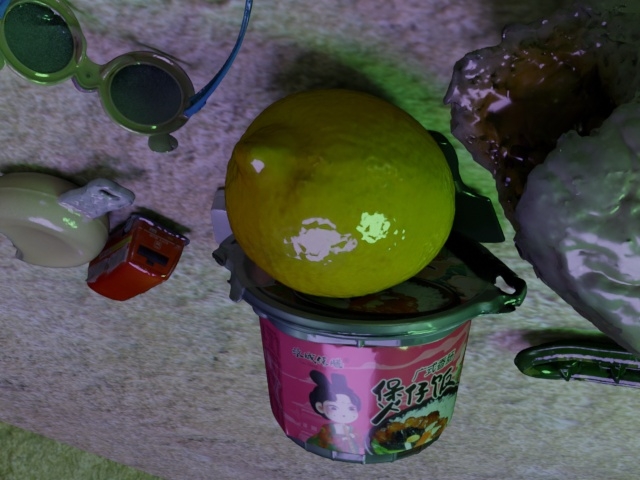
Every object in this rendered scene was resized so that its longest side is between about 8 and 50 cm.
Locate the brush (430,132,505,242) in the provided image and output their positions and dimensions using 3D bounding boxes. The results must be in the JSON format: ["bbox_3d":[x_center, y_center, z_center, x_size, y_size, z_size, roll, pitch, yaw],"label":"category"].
[{"bbox_3d":[0.136,-0.048,0.997,0.063,0.016,0.193,5,155,24],"label":"brush"}]

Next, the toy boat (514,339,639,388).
[{"bbox_3d":[0.349,0.156,1.277,0.210,0.052,0.104,4,156,20],"label":"toy boat"}]

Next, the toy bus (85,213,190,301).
[{"bbox_3d":[-0.240,0.027,1.289,0.079,0.077,0.174,27,152,-25],"label":"toy bus"}]

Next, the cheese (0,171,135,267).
[{"bbox_3d":[-0.295,-0.025,1.219,0.249,0.071,0.163,-1,151,29],"label":"cheese"}]

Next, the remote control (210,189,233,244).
[{"bbox_3d":[0.000,0.000,1.152,0.250,0.034,0.103,12,156,5],"label":"remote control"}]

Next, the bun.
[{"bbox_3d":[0.239,-0.051,0.680,0.281,0.281,0.205,30,117,-31],"label":"bun"}]

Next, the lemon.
[{"bbox_3d":[0.018,-0.040,0.881,0.187,0.187,0.244,-11,155,44],"label":"lemon"}]

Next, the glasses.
[{"bbox_3d":[-0.145,-0.194,0.818,0.189,0.088,0.220,27,133,-24],"label":"glasses"}]

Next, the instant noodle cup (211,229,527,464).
[{"bbox_3d":[0.043,0.101,1.007,0.302,0.258,0.181,15,117,28],"label":"instant noodle cup"}]
